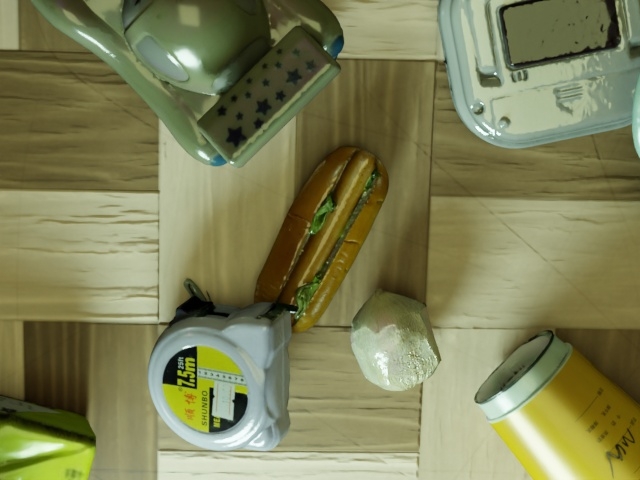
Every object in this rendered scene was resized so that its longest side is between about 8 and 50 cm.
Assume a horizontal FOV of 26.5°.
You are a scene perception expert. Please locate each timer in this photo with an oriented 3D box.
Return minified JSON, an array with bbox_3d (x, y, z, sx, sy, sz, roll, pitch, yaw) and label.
[{"bbox_3d":[0.275,-0.236,1.598,0.262,0.087,0.237,-12,102,-1],"label":"timer"}]

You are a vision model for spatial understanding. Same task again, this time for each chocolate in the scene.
[{"bbox_3d":[-0.440,0.323,1.655,0.289,0.137,0.301,15,102,-5],"label":"chocolate"}]

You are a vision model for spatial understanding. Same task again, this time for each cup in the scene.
[{"bbox_3d":[0.329,0.254,1.662,0.196,0.196,0.279,-44,93,6],"label":"cup"}]

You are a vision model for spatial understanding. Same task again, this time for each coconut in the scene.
[{"bbox_3d":[0.092,0.115,1.654,0.110,0.110,0.124,-19,109,1],"label":"coconut"}]

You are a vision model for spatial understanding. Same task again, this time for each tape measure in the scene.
[{"bbox_3d":[-0.117,0.156,1.645,0.178,0.105,0.196,11,111,17],"label":"tape measure"}]

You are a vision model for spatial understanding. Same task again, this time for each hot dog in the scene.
[{"bbox_3d":[0.000,0.000,1.643,0.100,0.068,0.249,25,100,-9],"label":"hot dog"}]

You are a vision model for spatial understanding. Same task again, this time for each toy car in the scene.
[{"bbox_3d":[-0.153,-0.258,1.501,0.242,0.226,0.336,-43,102,6],"label":"toy car"}]

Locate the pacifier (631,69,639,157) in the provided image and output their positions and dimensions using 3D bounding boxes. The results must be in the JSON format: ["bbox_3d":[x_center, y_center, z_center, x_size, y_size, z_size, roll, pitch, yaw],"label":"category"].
[{"bbox_3d":[0.510,-0.147,1.534,0.288,0.269,0.343,11,100,-28],"label":"pacifier"}]
